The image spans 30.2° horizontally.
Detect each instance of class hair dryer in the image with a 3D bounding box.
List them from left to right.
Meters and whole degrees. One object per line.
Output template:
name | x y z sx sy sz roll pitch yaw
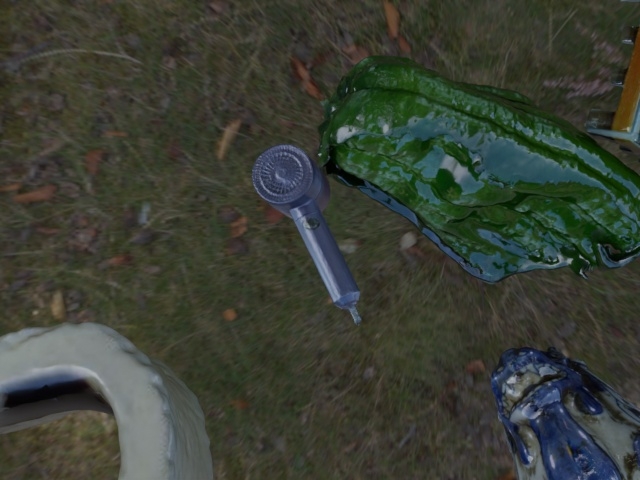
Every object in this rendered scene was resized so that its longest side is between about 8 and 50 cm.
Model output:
hair dryer | 0.000 0.000 0.713 0.037 0.063 0.114 -27 76 6

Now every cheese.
cheese | -0.280 0.241 1.162 0.332 0.153 0.292 -10 66 8

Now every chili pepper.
chili pepper | 0.178 -0.084 1.306 0.384 0.213 0.168 25 63 -8

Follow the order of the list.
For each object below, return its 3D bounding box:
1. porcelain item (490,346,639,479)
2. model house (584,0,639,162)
porcelain item | 0.234 0.190 0.947 0.138 0.288 0.186 -44 55 14
model house | 0.441 -0.169 1.291 0.215 0.198 0.224 13 84 40
